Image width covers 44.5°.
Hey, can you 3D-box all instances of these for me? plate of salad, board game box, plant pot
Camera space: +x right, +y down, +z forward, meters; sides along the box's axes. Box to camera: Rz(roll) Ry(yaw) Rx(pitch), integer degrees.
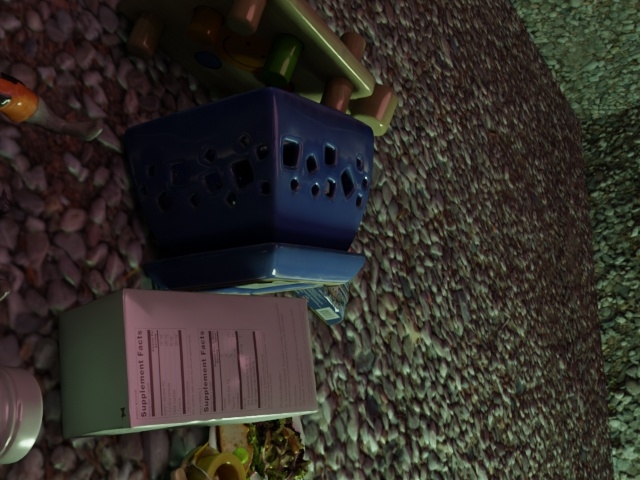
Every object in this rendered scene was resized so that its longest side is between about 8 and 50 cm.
[{"bbox_3d":[-0.071,0.268,1.022,0.200,0.048,0.200,31,51,-48],"label":"plate of salad"},{"bbox_3d":[0.000,0.000,1.237,0.194,0.060,0.194,47,42,-37],"label":"board game box"},{"bbox_3d":[-0.079,-0.043,0.976,0.236,0.236,0.212,10,74,-57],"label":"plant pot"}]

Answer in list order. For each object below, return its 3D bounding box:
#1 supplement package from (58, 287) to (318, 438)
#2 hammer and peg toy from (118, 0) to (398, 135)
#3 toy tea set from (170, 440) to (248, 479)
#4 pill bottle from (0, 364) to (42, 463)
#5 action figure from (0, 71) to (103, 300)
[{"bbox_3d":[-0.140,0.134,0.850,0.244,0.139,0.134,8,70,-45],"label":"supplement package"},{"bbox_3d":[-0.069,-0.227,1.057,0.361,0.266,0.127,38,61,-45],"label":"hammer and peg toy"},{"bbox_3d":[-0.128,0.366,0.804,0.336,0.124,0.200,-41,114,-52],"label":"toy tea set"},{"bbox_3d":[-0.324,0.136,0.619,0.186,0.112,0.112,20,60,-54],"label":"pill bottle"},{"bbox_3d":[-0.387,-0.075,0.628,0.330,0.178,0.341,40,75,-35],"label":"action figure"}]
